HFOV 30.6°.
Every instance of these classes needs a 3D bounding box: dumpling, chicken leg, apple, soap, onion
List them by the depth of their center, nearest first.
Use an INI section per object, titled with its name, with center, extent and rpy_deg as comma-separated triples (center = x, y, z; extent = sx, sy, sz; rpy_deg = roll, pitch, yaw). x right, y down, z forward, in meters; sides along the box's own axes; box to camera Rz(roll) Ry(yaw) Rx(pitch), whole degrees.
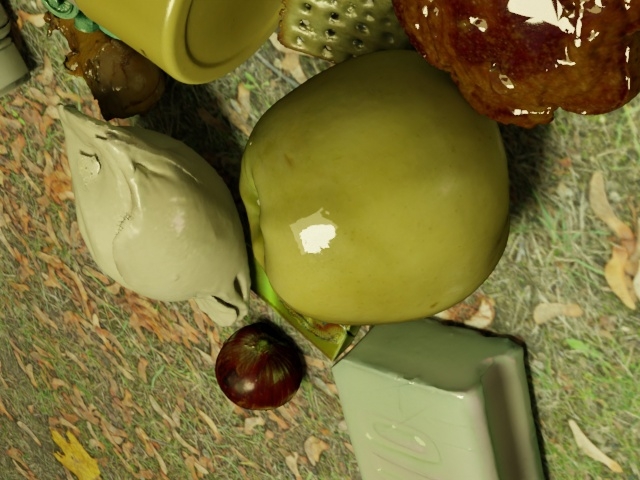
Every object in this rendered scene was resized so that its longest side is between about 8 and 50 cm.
[apple]
center = 0.049, -0.048, 1.070
extent = 0.262, 0.262, 0.262
rpy_deg = 28, 139, 28
[soap]
center = 0.146, 0.258, 1.354
extent = 0.208, 0.115, 0.346
rpy_deg = 14, 131, 40
[dumpling]
center = -0.215, -0.046, 1.383
extent = 0.341, 0.181, 0.260
rpy_deg = 26, -171, -48
[chicken leg]
center = -0.264, -0.217, 1.413
extent = 0.207, 0.085, 0.101
rpy_deg = 43, 159, 26
[onion]
center = -0.084, 0.172, 1.536
extent = 0.117, 0.118, 0.118
rpy_deg = 23, 136, 27

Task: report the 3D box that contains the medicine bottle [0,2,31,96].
[medicine bottle]
center = -0.493, -0.301, 1.524
extent = 0.143, 0.143, 0.258
rpy_deg = -3, 118, 48

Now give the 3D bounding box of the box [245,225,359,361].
[box]
center = 0.000, 0.000, 1.343
extent = 0.173, 0.043, 0.311
rpy_deg = 40, 144, 13

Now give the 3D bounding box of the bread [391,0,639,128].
[bread]
center = 0.173, -0.203, 0.898
extent = 0.232, 0.135, 0.246
rpy_deg = 10, 128, 42

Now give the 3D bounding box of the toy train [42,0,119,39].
[toy train]
center = -0.232, -0.326, 1.270
extent = 0.159, 0.101, 0.248
rpy_deg = 20, 137, 17

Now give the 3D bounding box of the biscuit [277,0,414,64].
[biscuit]
center = 0.036, -0.234, 1.082
extent = 0.144, 0.016, 0.203
rpy_deg = 21, 141, 3

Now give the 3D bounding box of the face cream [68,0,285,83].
[face cream]
center = -0.133, -0.281, 1.088
extent = 0.179, 0.218, 0.218
rpy_deg = 37, 142, 17
